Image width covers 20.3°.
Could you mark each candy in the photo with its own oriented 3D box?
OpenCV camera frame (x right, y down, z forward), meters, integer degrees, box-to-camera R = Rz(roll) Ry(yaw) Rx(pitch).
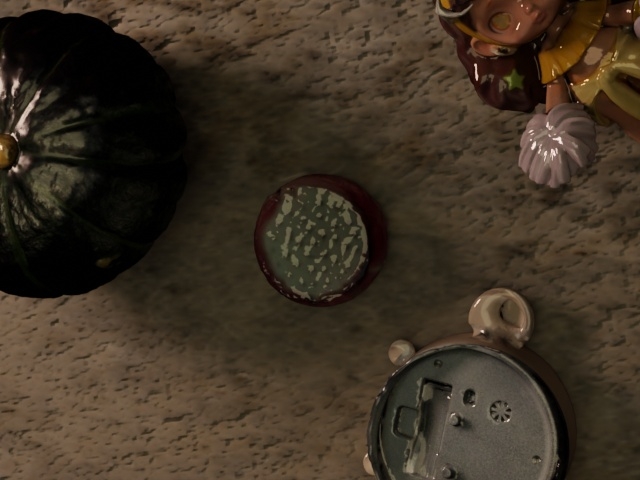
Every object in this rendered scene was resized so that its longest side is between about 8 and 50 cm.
[{"bbox_3d":[0.000,0.000,1.357,0.103,0.043,0.103,2,97,14],"label":"candy"}]

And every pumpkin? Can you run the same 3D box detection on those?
[{"bbox_3d":[-0.207,-0.064,1.344,0.220,0.162,0.221,0,91,14],"label":"pumpkin"}]

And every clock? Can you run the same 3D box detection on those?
[{"bbox_3d":[0.111,0.147,1.336,0.155,0.063,0.229,16,99,12],"label":"clock"}]

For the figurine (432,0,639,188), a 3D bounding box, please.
[{"bbox_3d":[0.185,-0.135,1.256,0.240,0.116,0.175,39,107,1],"label":"figurine"}]
